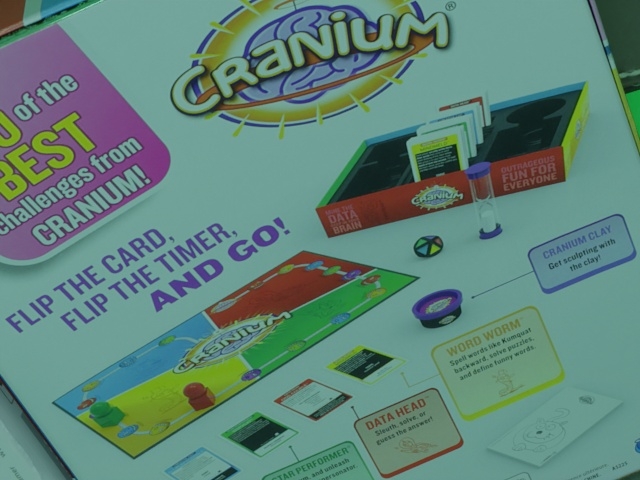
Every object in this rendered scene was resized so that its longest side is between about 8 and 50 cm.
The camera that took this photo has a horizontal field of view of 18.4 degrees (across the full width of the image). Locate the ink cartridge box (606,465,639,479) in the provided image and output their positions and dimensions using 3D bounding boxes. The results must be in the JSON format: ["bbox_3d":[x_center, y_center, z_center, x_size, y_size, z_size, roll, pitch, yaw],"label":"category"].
[{"bbox_3d":[0.117,0.116,0.834,0.209,0.109,0.062,-28,113,-5],"label":"ink cartridge box"}]

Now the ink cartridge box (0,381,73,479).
[{"bbox_3d":[-0.221,0.093,0.776,0.225,0.056,0.181,-25,115,14],"label":"ink cartridge box"}]

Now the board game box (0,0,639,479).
[{"bbox_3d":[0.000,0.000,0.711,0.242,0.064,0.316,-23,132,4],"label":"board game box"}]

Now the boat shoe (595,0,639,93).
[{"bbox_3d":[0.031,-0.090,0.748,0.305,0.091,0.109,0,109,-15],"label":"boat shoe"}]
